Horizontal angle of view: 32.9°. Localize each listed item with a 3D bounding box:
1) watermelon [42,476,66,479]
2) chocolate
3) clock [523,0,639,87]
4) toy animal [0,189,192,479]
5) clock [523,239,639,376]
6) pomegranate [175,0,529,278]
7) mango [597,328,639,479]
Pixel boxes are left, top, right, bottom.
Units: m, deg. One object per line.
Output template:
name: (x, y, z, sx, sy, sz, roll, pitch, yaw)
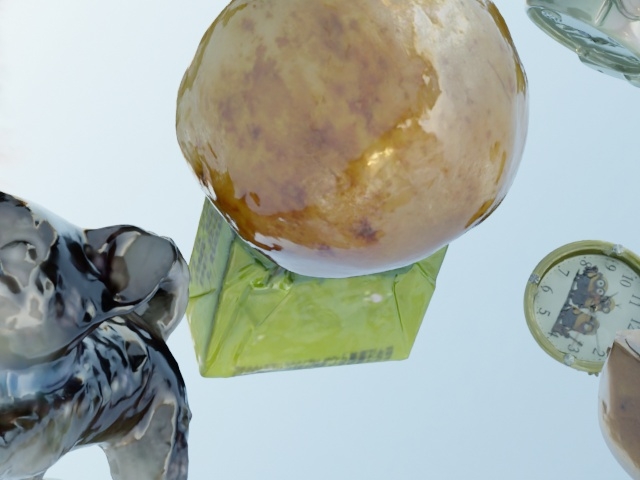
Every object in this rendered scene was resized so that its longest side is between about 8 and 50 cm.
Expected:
watermelon: (-0.255, 0.255, 0.993, 0.105, 0.105, 0.062, -48, -142, 19)
chocolate: (0.000, 0.000, 1.259, 0.137, 0.300, 0.289, 48, -50, 48)
clock: (0.246, -0.199, 0.946, 0.062, 0.191, 0.151, -60, -144, 3)
toy animal: (-0.206, 0.072, 0.814, 0.194, 0.344, 0.303, 10, -118, 19)
clock: (0.459, 0.114, 1.824, 0.237, 0.057, 0.237, -4, -114, 9)
pomegranate: (0.022, -0.092, 0.737, 0.248, 0.248, 0.248, -36, -142, 34)
mango: (0.377, 0.194, 1.067, 0.236, 0.136, 0.166, 38, -48, 43)
